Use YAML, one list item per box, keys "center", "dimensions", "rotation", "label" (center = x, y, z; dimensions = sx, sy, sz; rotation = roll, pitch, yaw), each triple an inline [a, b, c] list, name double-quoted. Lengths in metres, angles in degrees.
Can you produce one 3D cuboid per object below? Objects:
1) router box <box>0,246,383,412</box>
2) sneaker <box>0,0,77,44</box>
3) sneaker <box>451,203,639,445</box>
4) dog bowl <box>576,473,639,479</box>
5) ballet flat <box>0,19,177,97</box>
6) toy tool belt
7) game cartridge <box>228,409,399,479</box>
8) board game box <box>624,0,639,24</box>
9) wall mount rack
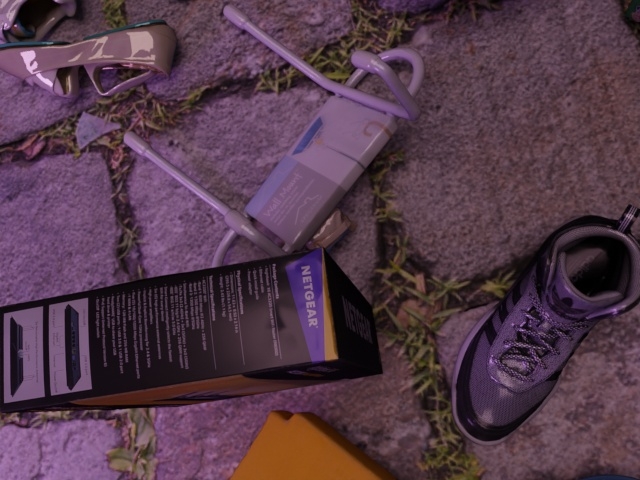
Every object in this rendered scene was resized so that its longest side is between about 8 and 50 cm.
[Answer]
- center: [-0.081, 0.097, 0.563]
  dimensions: [0.243, 0.309, 0.080]
  rotation: [-11, 74, 9]
  label: "router box"
- center: [-0.428, -0.292, 0.814]
  dimensions: [0.229, 0.087, 0.092]
  rotation: [-28, 72, 5]
  label: "sneaker"
- center: [0.211, 0.079, 0.592]
  dimensions: [0.101, 0.153, 0.268]
  rotation: [33, 87, 15]
  label: "sneaker"
- center: [0.203, 0.314, 0.564]
  dimensions: [0.298, 0.074, 0.165]
  rotation: [-17, 69, 17]
  label: "dog bowl"
- center: [-0.301, -0.220, 0.787]
  dimensions: [0.249, 0.086, 0.086]
  rotation: [-6, 79, 9]
  label: "ballet flat"
- center: [0.000, 0.000, 0.699]
  dimensions: [0.083, 0.051, 0.052]
  rotation: [-45, 41, 5]
  label: "toy tool belt"
- center: [-0.012, 0.363, 0.584]
  dimensions: [0.285, 0.053, 0.323]
  rotation: [31, 90, 32]
  label: "game cartridge"
- center: [0.517, -0.307, 0.657]
  dimensions: [0.213, 0.046, 0.317]
  rotation: [40, 86, 15]
  label: "board game box"
- center: [-0.062, -0.123, 0.702]
  dimensions: [0.350, 0.130, 0.304]
  rotation: [-52, 42, -3]
  label: "wall mount rack"
